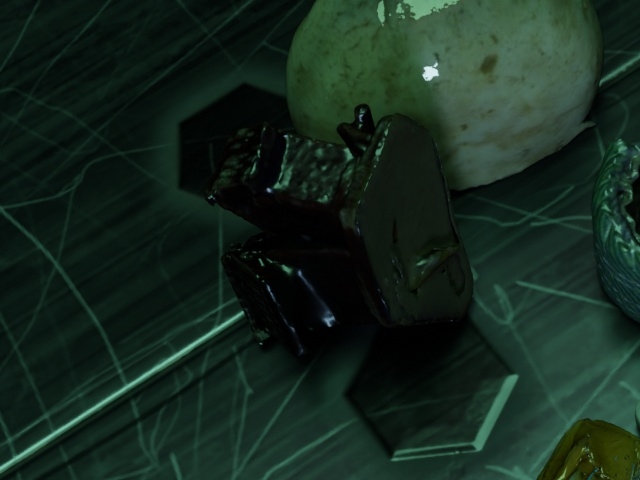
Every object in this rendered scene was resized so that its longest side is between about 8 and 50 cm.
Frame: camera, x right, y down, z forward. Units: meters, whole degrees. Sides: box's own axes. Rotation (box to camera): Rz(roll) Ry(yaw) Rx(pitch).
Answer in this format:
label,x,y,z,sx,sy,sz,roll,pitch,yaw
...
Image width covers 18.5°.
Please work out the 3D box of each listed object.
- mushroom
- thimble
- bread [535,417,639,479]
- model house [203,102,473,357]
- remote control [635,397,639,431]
label,x,y,z,sx,sy,sz,roll,pitch,yaw
mushroom,0.092,-0.165,1.528,0.253,0.189,0.195,-14,58,-6
thimble,0.261,-0.008,1.452,0.118,0.090,0.135,-5,56,6
bread,0.185,0.177,1.378,0.072,0.053,0.106,22,60,19
model house,0.003,-0.010,1.450,0.164,0.203,0.141,10,40,33
remote control,0.318,0.101,1.409,0.190,0.029,0.087,-33,58,-8
